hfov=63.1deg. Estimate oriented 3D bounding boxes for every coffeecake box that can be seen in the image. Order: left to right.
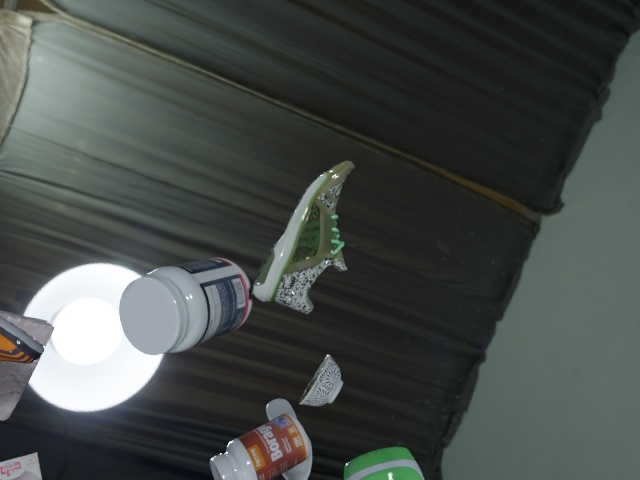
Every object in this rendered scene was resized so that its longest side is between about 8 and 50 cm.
[{"bbox_3d":[-0.700,0.591,1.163,0.068,0.142,0.185,-27,73,21],"label":"coffeecake box"}]

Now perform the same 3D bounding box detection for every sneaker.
[{"bbox_3d":[-0.668,0.225,0.968,0.180,0.321,0.124,-65,-34,-33],"label":"sneaker"},{"bbox_3d":[-0.085,0.610,1.504,0.296,0.104,0.147,-125,25,-58],"label":"sneaker"},{"bbox_3d":[0.000,0.000,1.275,0.410,0.182,0.158,-60,0,3],"label":"sneaker"}]

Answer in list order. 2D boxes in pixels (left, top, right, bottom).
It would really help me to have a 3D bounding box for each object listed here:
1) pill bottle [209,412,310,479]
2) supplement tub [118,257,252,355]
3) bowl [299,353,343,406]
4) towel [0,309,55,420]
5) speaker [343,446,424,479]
[{"bbox_3d":[-0.143,0.507,1.228,0.121,0.216,0.121,37,136,45],"label":"pill bottle"},{"bbox_3d":[-0.301,0.146,1.202,0.272,0.191,0.191,-10,-53,-64],"label":"supplement tub"},{"bbox_3d":[0.015,0.431,1.545,0.170,0.080,0.170,-58,-4,-6],"label":"bowl"},{"bbox_3d":[-0.926,0.316,1.360,0.053,0.332,0.317,32,94,49],"label":"towel"},{"bbox_3d":[0.122,0.460,0.738,0.131,0.131,0.296,-57,37,40],"label":"speaker"}]
